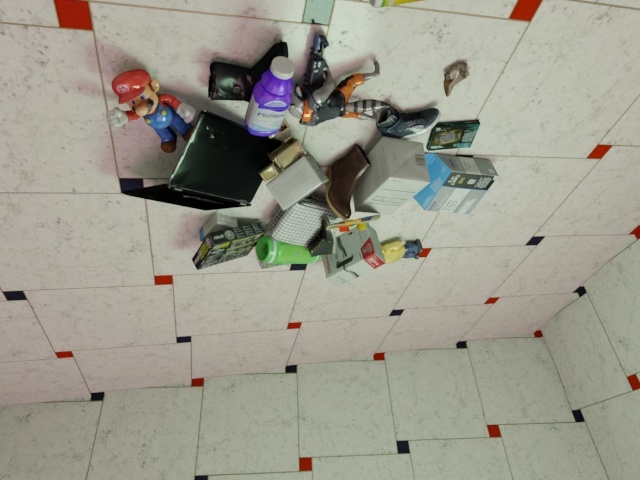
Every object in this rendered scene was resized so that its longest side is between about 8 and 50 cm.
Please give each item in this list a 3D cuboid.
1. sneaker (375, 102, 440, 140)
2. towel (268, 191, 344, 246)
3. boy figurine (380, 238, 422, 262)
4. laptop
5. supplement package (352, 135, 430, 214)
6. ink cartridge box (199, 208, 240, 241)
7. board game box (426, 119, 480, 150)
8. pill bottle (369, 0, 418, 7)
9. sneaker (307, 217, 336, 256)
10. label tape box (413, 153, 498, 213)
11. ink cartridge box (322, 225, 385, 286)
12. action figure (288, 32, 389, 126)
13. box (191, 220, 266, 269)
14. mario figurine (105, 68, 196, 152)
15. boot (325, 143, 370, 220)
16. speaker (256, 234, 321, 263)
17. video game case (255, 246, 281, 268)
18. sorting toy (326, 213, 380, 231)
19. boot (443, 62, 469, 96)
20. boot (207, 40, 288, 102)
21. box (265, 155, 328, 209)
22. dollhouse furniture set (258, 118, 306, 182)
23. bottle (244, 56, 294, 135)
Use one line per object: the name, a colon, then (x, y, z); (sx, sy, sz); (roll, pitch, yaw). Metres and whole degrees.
sneaker: (0.309, -0.444, 1.733); (0.226, 0.086, 0.163); (-24, 145, 18)
towel: (-0.052, -0.097, 2.073); (0.284, 0.121, 0.235); (10, 132, -33)
boy figurine: (0.365, 0.060, 2.436); (0.285, 0.092, 0.177); (-3, 144, -12)
laptop: (-0.418, -0.261, 1.735); (0.408, 0.236, 0.382); (-3, 172, 36)
supplement package: (0.260, -0.241, 1.863); (0.175, 0.177, 0.293); (3, 158, -22)
ink cartridge box: (-0.426, -0.056, 2.059); (0.104, 0.061, 0.181); (18, 134, -38)
board game box: (0.519, -0.412, 1.893); (0.186, 0.026, 0.126); (-6, 144, -10)
pill bottle: (0.254, -0.718, 1.298); (0.246, 0.136, 0.136); (-10, 144, -3)
sneaker: (0.000, 0.000, 2.046); (0.118, 0.083, 0.222); (-16, 142, -7)
label tape box: (0.538, -0.238, 2.063); (0.348, 0.115, 0.249); (1, 142, -21)
ink cartridge box: (0.147, 0.069, 2.291); (0.273, 0.197, 0.114); (-30, 139, 22)
action figure: (0.044, -0.477, 1.540); (0.330, 0.178, 0.341); (-16, 149, -13)
box: (-0.392, 0.021, 2.072); (0.270, 0.060, 0.216); (-17, 159, -42)
mario figurine: (-0.516, -0.381, 1.486); (0.198, 0.170, 0.320); (-56, 151, -10)
boot: (0.110, -0.224, 1.836); (0.090, 0.248, 0.207); (15, 134, -42)
speaker: (-0.136, 0.041, 2.165); (0.297, 0.131, 0.131); (3, 143, -39)
video game case: (-0.197, 0.062, 2.324); (0.213, 0.023, 0.193); (-10, 144, -3)
sorting toy: (0.136, -0.061, 1.912); (0.196, 0.047, 0.348); (-10, -178, 16)
boot: (0.473, -0.558, 1.669); (0.087, 0.042, 0.118); (-24, 151, 2)
boot: (-0.226, -0.512, 1.469); (0.207, 0.094, 0.246); (3, 148, -26)
box: (-0.083, -0.218, 1.802); (0.182, 0.119, 0.181); (-35, -177, 14)
dollhouse furniture set: (-0.177, -0.330, 1.708); (0.182, 0.101, 0.161); (-38, 119, -7)
bottle: (-0.148, -0.429, 1.455); (0.118, 0.092, 0.283); (-5, 158, -24)
